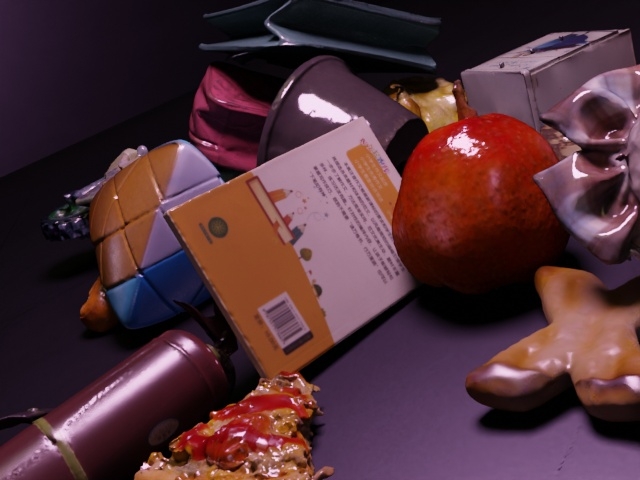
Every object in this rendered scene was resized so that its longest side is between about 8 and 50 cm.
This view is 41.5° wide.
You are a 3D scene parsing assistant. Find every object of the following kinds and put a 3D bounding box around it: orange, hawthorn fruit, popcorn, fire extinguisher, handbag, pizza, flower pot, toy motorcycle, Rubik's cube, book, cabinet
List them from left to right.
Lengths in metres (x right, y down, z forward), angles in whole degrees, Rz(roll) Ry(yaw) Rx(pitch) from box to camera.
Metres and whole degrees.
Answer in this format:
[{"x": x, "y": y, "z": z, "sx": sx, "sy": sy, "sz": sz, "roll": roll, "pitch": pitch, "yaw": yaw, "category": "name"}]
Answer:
[{"x": -0.201, "y": 0.164, "z": 0.788, "sx": 0.341, "sy": 0.141, "sz": 0.105, "roll": -37, "pitch": 21, "yaw": -34, "category": "fire extinguisher"}, {"x": -0.294, "y": 0.087, "z": 1.182, "sx": 0.086, "sy": 0.062, "sz": 0.086, "roll": -53, "pitch": 20, "yaw": 29, "category": "orange"}, {"x": -0.269, "y": -0.067, "z": 1.420, "sx": 0.410, "sy": 0.168, "sz": 0.237, "roll": 1, "pitch": 34, "yaw": 29, "category": "toy motorcycle"}, {"x": -0.172, "y": -0.033, "z": 1.146, "sx": 0.254, "sy": 0.254, "sz": 0.254, "roll": -17, "pitch": 20, "yaw": 6, "category": "Rubik's cube"}, {"x": -0.059, "y": 0.169, "z": 0.756, "sx": 0.188, "sy": 0.062, "sz": 0.199, "roll": -7, "pitch": 22, "yaw": 25, "category": "pizza"}, {"x": -0.089, "y": -0.176, "z": 1.310, "sx": 0.225, "sy": 0.135, "sz": 0.146, "roll": 12, "pitch": 32, "yaw": -13, "category": "handbag"}, {"x": 0.000, "y": 0.000, "z": 0.921, "sx": 0.295, "sy": 0.208, "sz": 0.020, "roll": -30, "pitch": -3, "yaw": -36, "category": "book"}, {"x": 0.007, "y": -0.305, "z": 1.302, "sx": 0.326, "sy": 0.089, "sz": 0.238, "roll": -2, "pitch": 5, "yaw": -39, "category": "handbag"}, {"x": 0.048, "y": -0.109, "z": 1.175, "sx": 0.166, "sy": 0.269, "sz": 0.269, "roll": 21, "pitch": 39, "yaw": 27, "category": "flower pot"}, {"x": 0.149, "y": -0.192, "z": 1.346, "sx": 0.195, "sy": 0.173, "sz": 0.168, "roll": -21, "pitch": 57, "yaw": -38, "category": "popcorn"}, {"x": 0.166, "y": -0.058, "z": 0.895, "sx": 0.197, "sy": 0.225, "sz": 0.196, "roll": -12, "pitch": 15, "yaw": 3, "category": "hawthorn fruit"}, {"x": 0.349, "y": -0.222, "z": 1.265, "sx": 0.206, "sy": 0.150, "sz": 0.145, "roll": -27, "pitch": 21, "yaw": -21, "category": "cabinet"}]

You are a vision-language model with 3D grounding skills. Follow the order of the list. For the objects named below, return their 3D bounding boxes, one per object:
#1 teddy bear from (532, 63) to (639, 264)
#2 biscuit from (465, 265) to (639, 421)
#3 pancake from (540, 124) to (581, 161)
[{"x": 0.402, "y": -0.082, "z": 0.621, "sx": 0.362, "sy": 0.327, "sz": 0.375, "roll": 7, "pitch": -8, "yaw": -9, "category": "teddy bear"}, {"x": 0.234, "y": 0.082, "z": 0.729, "sx": 0.164, "sy": 0.047, "sz": 0.208, "roll": 0, "pitch": 27, "yaw": 36, "category": "biscuit"}, {"x": 0.433, "y": -0.142, "z": 1.084, "sx": 0.288, "sy": 0.033, "sz": 0.286, "roll": -31, "pitch": 33, "yaw": -28, "category": "pancake"}]
